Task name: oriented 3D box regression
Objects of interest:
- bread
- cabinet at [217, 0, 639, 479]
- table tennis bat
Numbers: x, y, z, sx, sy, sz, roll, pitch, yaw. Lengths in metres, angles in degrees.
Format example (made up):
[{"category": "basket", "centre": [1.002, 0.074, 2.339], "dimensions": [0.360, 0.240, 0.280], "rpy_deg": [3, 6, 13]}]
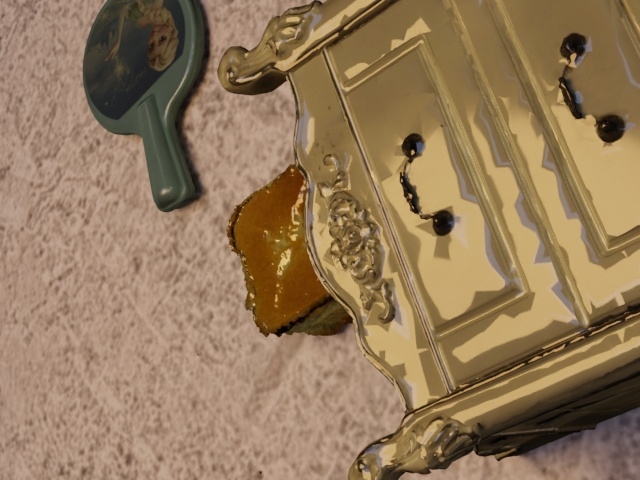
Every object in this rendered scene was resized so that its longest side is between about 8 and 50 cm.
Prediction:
[{"category": "bread", "centre": [0.000, 0.000, 0.793], "dimensions": [0.140, 0.069, 0.128], "rpy_deg": [-37, 63, 29]}, {"category": "cabinet", "centre": [0.151, -0.045, 0.600], "dimensions": [0.318, 0.227, 0.290], "rpy_deg": [-29, 69, 29]}, {"category": "table tennis bat", "centre": [-0.156, -0.134, 0.944], "dimensions": [0.149, 0.038, 0.237], "rpy_deg": [-28, 65, 28]}]
